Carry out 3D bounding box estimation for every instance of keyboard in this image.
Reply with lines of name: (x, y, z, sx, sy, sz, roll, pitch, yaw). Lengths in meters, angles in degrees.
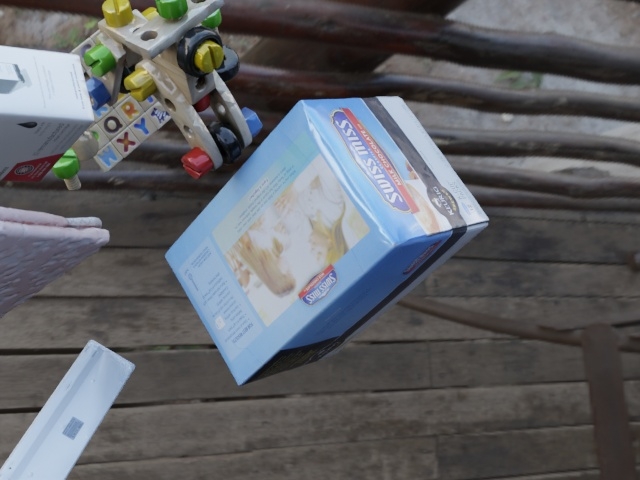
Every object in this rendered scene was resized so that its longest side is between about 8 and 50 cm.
keyboard: (-0.323, 0.234, 1.197, 0.072, 0.014, 0.256, 36, 45, -9)

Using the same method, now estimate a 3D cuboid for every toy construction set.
toy construction set: (-0.235, -0.213, 1.153, 0.308, 0.237, 0.257, -22, 58, -11)

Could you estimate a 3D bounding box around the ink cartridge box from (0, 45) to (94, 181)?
ink cartridge box: (-0.239, -0.085, 0.637, 0.135, 0.099, 0.056, -2, 67, -42)

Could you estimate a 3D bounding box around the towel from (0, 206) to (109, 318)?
towel: (-0.491, 0.056, 1.277, 0.332, 0.317, 0.053, -33, 78, 16)

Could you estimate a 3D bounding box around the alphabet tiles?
alphabet tiles: (-0.330, -0.262, 1.593, 0.237, 0.009, 0.198, -43, 124, -14)

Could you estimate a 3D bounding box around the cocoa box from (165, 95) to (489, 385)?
cocoa box: (0.000, 0.000, 1.286, 0.228, 0.347, 0.231, -11, 63, -50)
